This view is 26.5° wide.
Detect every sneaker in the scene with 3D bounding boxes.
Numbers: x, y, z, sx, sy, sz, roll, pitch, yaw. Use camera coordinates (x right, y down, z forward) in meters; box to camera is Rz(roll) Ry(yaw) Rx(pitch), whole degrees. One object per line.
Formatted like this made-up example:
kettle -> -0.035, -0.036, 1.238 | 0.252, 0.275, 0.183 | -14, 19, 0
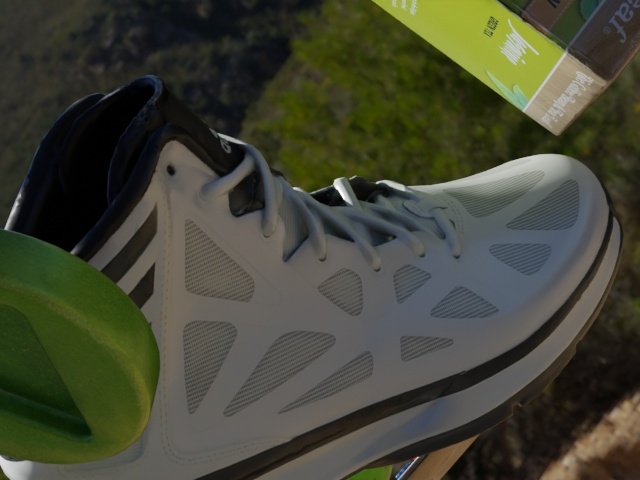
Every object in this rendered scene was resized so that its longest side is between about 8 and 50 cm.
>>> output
sneaker -> 0.000, 0.001, 0.804 | 0.447, 0.257, 0.169 | -31, 33, -25

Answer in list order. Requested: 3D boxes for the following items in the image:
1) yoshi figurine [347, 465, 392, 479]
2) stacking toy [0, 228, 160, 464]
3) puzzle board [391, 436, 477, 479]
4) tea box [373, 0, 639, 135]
yoshi figurine -> -0.065, 0.162, 1.342 | 0.203, 0.362, 0.203 | -53, 1, 5
stacking toy -> -0.213, -0.011, 0.612 | 0.309, 0.279, 0.130 | -28, 32, 40
puzzle board -> 0.084, 0.165, 1.018 | 0.128, 0.011, 0.096 | -47, -21, -5
tea box -> 0.160, -0.311, 0.990 | 0.329, 0.323, 0.220 | -53, -3, -4
